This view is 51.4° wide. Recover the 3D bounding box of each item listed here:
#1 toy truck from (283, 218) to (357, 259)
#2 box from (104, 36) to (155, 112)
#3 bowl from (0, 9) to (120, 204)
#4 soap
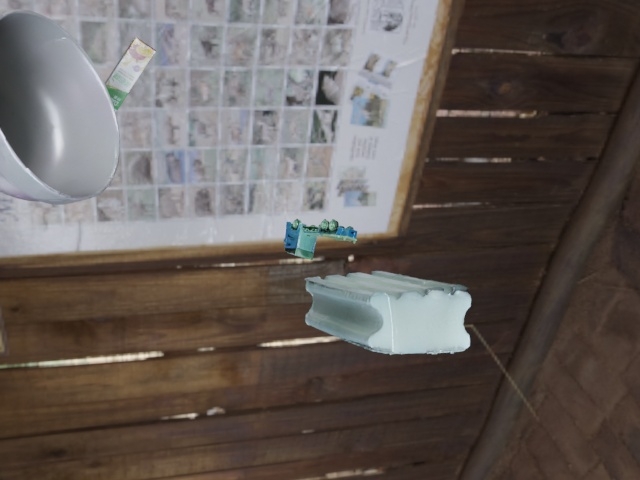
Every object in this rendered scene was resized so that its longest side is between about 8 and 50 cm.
[{"bbox_3d":[0.000,0.000,1.418,0.175,0.067,0.081,3,80,43],"label":"toy truck"},{"bbox_3d":[-0.413,-0.317,1.359,0.207,0.050,0.041,-56,22,2],"label":"box"},{"bbox_3d":[-0.449,-0.183,1.008,0.287,0.144,0.287,-15,-90,-72],"label":"bowl"},{"bbox_3d":[0.090,0.104,0.969,0.261,0.150,0.094,-173,80,-68],"label":"soap"}]
